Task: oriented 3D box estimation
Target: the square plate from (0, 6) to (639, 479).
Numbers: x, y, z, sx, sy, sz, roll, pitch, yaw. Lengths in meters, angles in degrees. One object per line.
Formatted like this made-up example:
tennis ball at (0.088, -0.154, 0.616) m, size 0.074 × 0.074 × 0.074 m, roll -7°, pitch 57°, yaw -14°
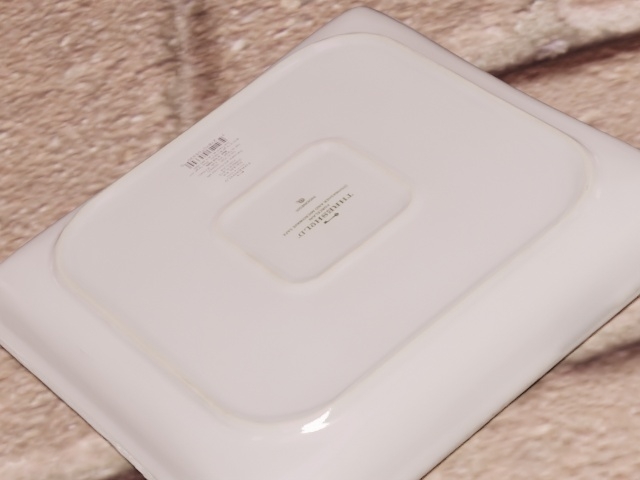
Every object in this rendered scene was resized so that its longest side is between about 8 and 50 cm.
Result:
square plate at (0.000, 0.000, 1.157) m, size 0.347 × 0.049 × 0.344 m, roll -37°, pitch 44°, yaw -18°
